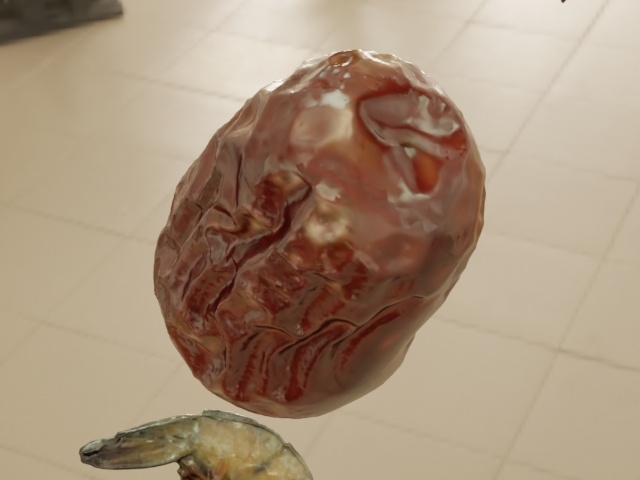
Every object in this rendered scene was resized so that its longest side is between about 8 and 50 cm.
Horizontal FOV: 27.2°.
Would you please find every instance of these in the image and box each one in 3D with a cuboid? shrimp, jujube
[{"bbox_3d":[-0.178,0.265,1.258,0.365,0.233,0.071,-1,20,-16],"label":"shrimp"},{"bbox_3d":[0.000,0.000,0.683,0.155,0.230,0.155,11,61,-20],"label":"jujube"}]

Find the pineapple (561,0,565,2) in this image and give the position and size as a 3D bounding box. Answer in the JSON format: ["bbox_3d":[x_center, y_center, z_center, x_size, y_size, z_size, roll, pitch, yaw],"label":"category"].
[{"bbox_3d":[0.176,-0.166,0.521,0.135,0.079,0.233,-56,29,-11],"label":"pineapple"}]
